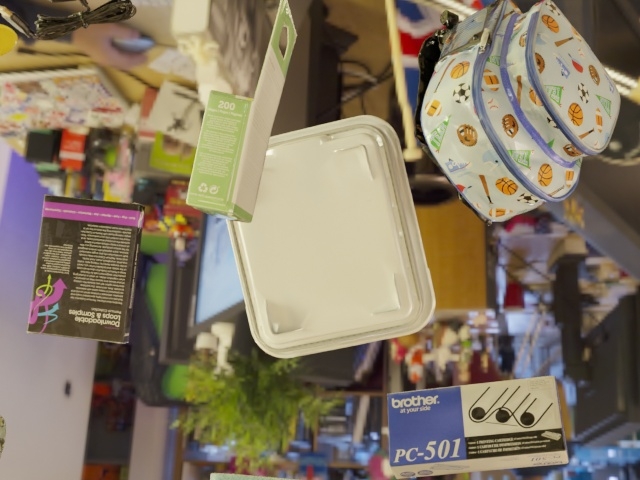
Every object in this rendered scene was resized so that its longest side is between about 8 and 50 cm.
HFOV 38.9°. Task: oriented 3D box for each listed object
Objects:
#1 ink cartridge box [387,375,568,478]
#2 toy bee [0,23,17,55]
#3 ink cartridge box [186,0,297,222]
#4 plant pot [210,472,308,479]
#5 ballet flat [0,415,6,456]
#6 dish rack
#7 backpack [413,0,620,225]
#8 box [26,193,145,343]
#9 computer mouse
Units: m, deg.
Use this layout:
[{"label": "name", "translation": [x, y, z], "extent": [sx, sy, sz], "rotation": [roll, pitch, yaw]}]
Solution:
[{"label": "ink cartridge box", "translation": [0.187, 0.227, 1.095], "extent": [0.207, 0.097, 0.046], "rotation": [-9, 145, 14]}, {"label": "toy bee", "translation": [-0.333, -0.161, 0.702], "extent": [0.195, 0.298, 0.162], "rotation": [6, 144, -1]}, {"label": "ink cartridge box", "translation": [-0.083, -0.141, 0.994], "extent": [0.056, 0.235, 0.171], "rotation": [11, 178, 3]}, {"label": "plant pot", "translation": [-0.027, 0.511, 1.377], "extent": [0.247, 0.252, 0.248], "rotation": [-4, 154, 28]}, {"label": "ballet flat", "translation": [-0.532, 0.337, 1.451], "extent": [0.041, 0.114, 0.041], "rotation": [6, 171, 1]}, {"label": "dish rack", "translation": [0.000, 0.000, 1.323], "extent": [0.286, 0.332, 0.072], "rotation": [-12, -178, 12]}, {"label": "backpack", "translation": [0.259, -0.163, 1.196], "extent": [0.276, 0.263, 0.213], "rotation": [41, 145, -18]}, {"label": "box", "translation": [-0.269, 0.033, 1.042], "extent": [0.116, 0.162, 0.029], "rotation": [6, 175, 6]}, {"label": "computer mouse", "translation": [-0.398, -0.380, 1.311], "extent": [0.184, 0.060, 0.262], "rotation": [-15, 165, 9]}]
